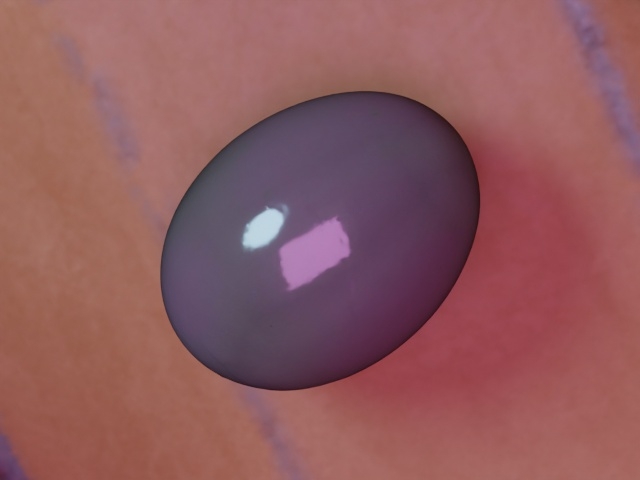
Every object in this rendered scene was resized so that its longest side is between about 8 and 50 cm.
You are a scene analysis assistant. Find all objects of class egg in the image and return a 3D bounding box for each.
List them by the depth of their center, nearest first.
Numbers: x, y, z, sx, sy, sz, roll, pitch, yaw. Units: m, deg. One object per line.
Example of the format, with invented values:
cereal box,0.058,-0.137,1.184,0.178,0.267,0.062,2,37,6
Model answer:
egg,0.000,0.000,0.474,0.135,0.103,0.103,-38,98,10
